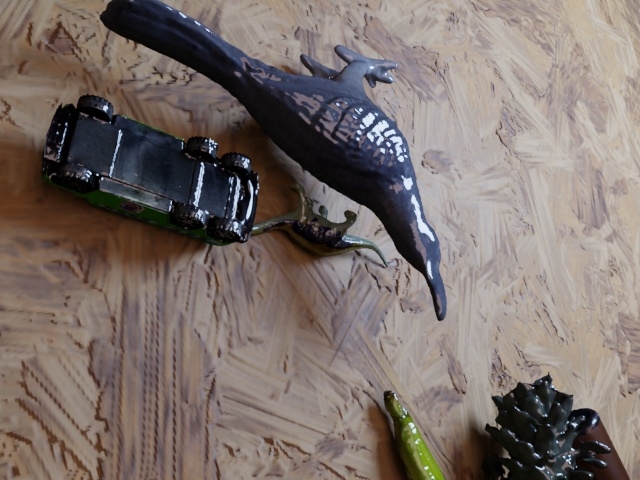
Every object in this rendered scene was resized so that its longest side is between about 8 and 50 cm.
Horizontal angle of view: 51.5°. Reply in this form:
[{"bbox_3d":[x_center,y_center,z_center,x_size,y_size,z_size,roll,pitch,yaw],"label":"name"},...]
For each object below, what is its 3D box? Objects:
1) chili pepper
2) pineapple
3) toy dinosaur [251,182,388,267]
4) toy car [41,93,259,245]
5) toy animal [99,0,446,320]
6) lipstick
[{"bbox_3d":[0.097,0.238,0.600,0.048,0.043,0.208,-8,74,-13],"label":"chili pepper"},{"bbox_3d":[0.203,0.267,0.614,0.157,0.157,0.279,20,54,-31],"label":"pineapple"},{"bbox_3d":[0.002,-0.015,0.611,0.180,0.037,0.058,14,88,-26],"label":"toy dinosaur"},{"bbox_3d":[-0.127,-0.046,0.504,0.165,0.062,0.071,20,64,-31],"label":"toy car"},{"bbox_3d":[0.007,-0.113,0.592,0.367,0.081,0.206,42,41,-15],"label":"toy animal"},{"bbox_3d":[0.361,0.356,0.746,0.057,0.057,0.357,-28,92,-39],"label":"lipstick"}]
